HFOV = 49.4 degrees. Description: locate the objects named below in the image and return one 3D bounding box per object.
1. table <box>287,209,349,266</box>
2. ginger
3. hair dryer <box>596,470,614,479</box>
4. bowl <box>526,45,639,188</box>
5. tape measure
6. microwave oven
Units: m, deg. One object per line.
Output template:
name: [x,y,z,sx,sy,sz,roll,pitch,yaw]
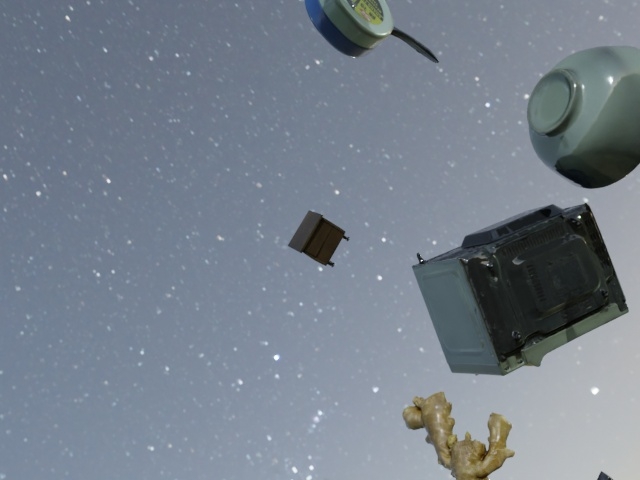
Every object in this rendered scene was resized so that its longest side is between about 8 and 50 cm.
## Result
table: [0.000,0.000,1.361,0.082,0.070,0.083,31,-94,-24]
ginger: [0.222,0.329,1.157,0.193,0.176,0.052,-24,-48,29]
hair dryer: [0.381,0.507,0.970,0.284,0.155,0.320,-45,-63,3]
bowl: [0.503,-0.253,1.362,0.146,0.289,0.289,9,-54,-24]
tape measure: [0.112,-0.464,1.540,0.098,0.351,0.215,-35,21,40]
microwave oven: [0.423,0.099,1.459,0.355,0.286,0.218,-19,0,-23]
